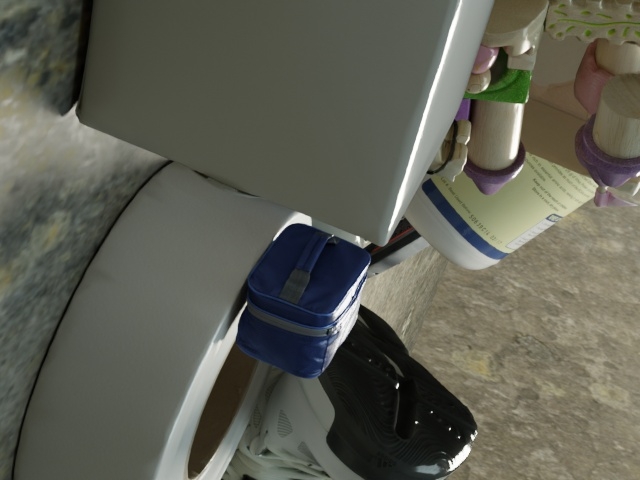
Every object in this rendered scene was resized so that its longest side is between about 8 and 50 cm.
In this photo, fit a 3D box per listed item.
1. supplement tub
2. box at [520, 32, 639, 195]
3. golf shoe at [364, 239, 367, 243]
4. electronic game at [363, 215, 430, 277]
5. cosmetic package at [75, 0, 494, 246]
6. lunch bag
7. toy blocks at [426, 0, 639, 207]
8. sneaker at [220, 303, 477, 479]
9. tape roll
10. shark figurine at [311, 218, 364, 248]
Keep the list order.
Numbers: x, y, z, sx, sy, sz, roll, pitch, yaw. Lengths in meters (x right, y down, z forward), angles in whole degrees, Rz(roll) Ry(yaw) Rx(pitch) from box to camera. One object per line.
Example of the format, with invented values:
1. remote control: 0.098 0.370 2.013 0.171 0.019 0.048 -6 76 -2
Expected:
1. supplement tub: 0.225 -0.145 1.754 0.325 0.235 0.235 -35 -179 18
2. box: 0.180 -0.171 1.544 0.148 0.311 0.121 82 32 -73
3. golf shoe: 0.000 0.000 1.656 0.069 0.086 0.176 -50 162 -68
4. electronic game: 0.127 -0.019 2.161 0.229 0.048 0.229 -32 -178 1
5. cosmetic package: 0.008 -0.198 0.840 0.155 0.197 0.365 -59 170 -45
6. lunch bag: -0.008 0.033 1.099 0.098 0.067 0.065 -57 166 -50
7. toy blocks: 0.116 -0.104 1.261 0.260 0.289 0.309 91 7 -54
8. sneaker: -0.020 0.193 1.427 0.257 0.169 0.447 -56 -168 5
9. tape roll: -0.107 0.090 1.198 0.286 0.100 0.286 22 90 -82
10. shark figurine: 0.021 -0.023 1.381 0.116 0.166 0.278 -37 165 -2
